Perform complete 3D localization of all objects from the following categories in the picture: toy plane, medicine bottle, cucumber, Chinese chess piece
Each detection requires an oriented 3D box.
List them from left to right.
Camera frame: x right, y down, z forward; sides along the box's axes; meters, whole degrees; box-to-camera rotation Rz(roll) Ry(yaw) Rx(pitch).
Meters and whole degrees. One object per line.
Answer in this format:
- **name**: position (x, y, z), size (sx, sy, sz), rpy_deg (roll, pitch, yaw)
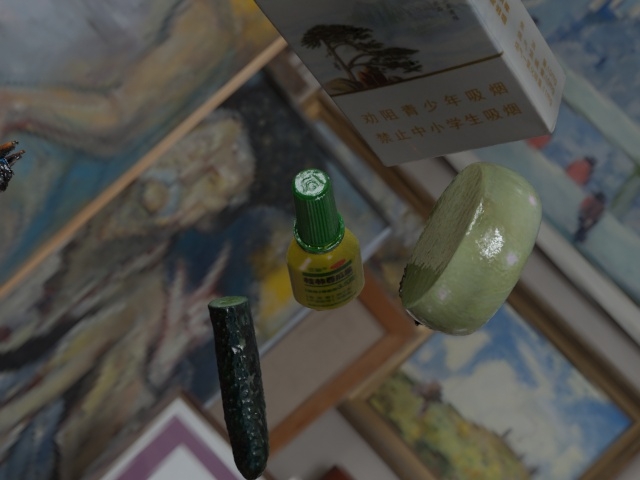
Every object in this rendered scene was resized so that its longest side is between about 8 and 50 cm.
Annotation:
- **toy plane**: position (-0.348, -0.069, 1.514), size (0.188, 0.135, 0.062), rpy_deg (-6, -67, 50)
- **cucumber**: position (-0.055, 0.106, 1.024), size (0.032, 0.032, 0.133), rpy_deg (-149, -131, -73)
- **medicine bottle**: position (0.000, 0.000, 2.089), size (0.309, 0.111, 0.076), rpy_deg (79, -8, -56)
- **Chinese chess piece**: position (0.189, 0.012, 1.854), size (0.092, 0.237, 0.238), rpy_deg (26, -1, -11)

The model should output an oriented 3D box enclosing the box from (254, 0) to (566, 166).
- **box**: position (0.056, -0.157, 1.028), size (0.149, 0.067, 0.233), rpy_deg (-12, -44, 32)
